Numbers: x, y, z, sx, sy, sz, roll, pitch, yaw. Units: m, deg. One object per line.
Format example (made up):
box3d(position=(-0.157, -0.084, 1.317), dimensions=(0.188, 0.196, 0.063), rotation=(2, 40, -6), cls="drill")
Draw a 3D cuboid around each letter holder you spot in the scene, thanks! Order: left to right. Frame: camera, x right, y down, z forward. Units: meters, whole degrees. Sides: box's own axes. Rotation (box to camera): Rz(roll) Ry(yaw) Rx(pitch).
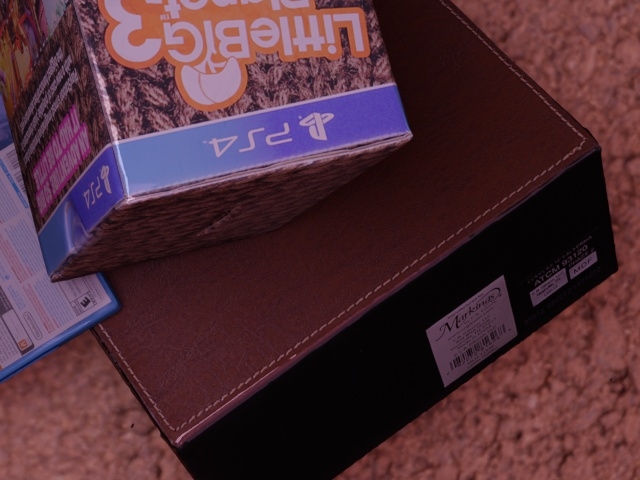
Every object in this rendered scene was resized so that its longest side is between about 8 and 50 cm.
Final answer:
box3d(position=(0.000, 0.000, 1.019), dimensions=(0.302, 0.214, 0.152), rotation=(-35, 147, -7), cls="letter holder")

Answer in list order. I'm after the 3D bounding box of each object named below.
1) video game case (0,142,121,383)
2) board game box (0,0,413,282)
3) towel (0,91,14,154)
box3d(position=(-0.216, 0.033, 0.942), dimensions=(0.166, 0.015, 0.119), rotation=(-32, 78, 0), cls="video game case")
box3d(position=(-0.092, -0.148, 0.824), dimensions=(0.141, 0.232, 0.291), rotation=(-14, 85, -19), cls="board game box")
box3d(position=(-0.177, -0.087, 0.970), dimensions=(0.067, 0.029, 0.119), rotation=(6, 103, -16), cls="towel")
